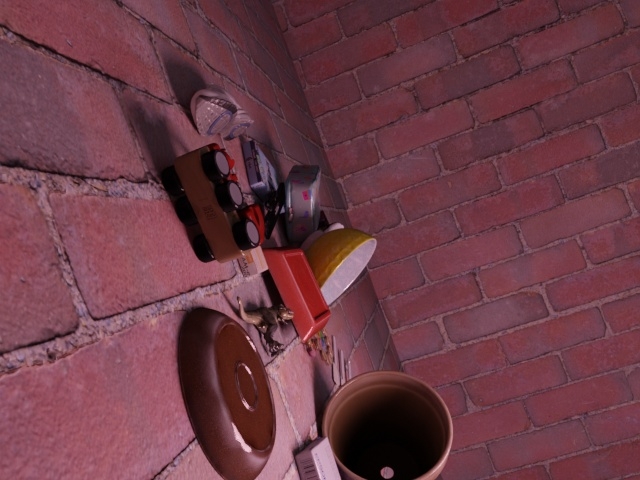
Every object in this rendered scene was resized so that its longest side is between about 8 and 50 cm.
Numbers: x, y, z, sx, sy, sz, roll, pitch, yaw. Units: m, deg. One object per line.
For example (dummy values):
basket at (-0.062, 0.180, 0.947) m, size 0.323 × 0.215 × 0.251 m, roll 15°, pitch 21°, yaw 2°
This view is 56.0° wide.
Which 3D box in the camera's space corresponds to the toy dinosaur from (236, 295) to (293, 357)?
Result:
toy dinosaur at (-0.116, 0.189, 1.314) m, size 0.118 × 0.064 × 0.268 m, roll 66°, pitch 10°, yaw 15°

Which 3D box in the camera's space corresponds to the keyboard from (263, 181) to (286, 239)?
keyboard at (-0.140, -0.098, 1.712) m, size 0.192 × 0.038 × 0.100 m, roll -73°, pitch 167°, yaw -48°

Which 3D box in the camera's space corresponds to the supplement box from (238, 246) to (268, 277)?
supplement box at (-0.159, 0.049, 1.407) m, size 0.098 × 0.036 × 0.062 m, roll -18°, pitch 89°, yaw -80°

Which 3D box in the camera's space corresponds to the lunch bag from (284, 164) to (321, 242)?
lunch bag at (-0.058, -0.118, 1.976) m, size 0.279 × 0.107 × 0.224 m, roll -78°, pitch 170°, yaw -67°

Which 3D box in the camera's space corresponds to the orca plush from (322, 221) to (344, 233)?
orca plush at (0.005, 0.075, 2.067) m, size 0.151 × 0.102 × 0.287 m, roll 15°, pitch 71°, yaw -33°

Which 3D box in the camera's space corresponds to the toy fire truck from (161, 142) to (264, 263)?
toy fire truck at (-0.200, -0.088, 1.219) m, size 0.217 × 0.158 × 0.246 m, roll 67°, pitch 20°, yaw -14°

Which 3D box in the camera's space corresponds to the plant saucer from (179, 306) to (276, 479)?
plant saucer at (-0.146, 0.257, 1.041) m, size 0.310 × 0.050 × 0.311 m, roll -21°, pitch 90°, yaw -81°

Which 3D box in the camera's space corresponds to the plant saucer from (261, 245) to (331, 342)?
plant saucer at (-0.051, 0.126, 1.609) m, size 0.259 × 0.047 × 0.259 m, roll 65°, pitch 11°, yaw 4°

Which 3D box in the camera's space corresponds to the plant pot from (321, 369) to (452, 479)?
plant pot at (0.172, 0.553, 1.585) m, size 0.323 × 0.323 × 0.280 m, roll -100°, pitch -177°, yaw -46°

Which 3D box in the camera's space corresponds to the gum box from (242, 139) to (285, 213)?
gum box at (-0.169, -0.185, 1.803) m, size 0.184 × 0.041 × 0.157 m, roll 55°, pitch 18°, yaw -59°

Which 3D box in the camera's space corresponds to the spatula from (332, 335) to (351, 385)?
spatula at (0.072, 0.435, 1.979) m, size 0.168 × 0.019 × 0.242 m, roll 59°, pitch 12°, yaw -25°

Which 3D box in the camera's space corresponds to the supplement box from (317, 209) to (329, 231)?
supplement box at (0.000, 0.000, 2.179) m, size 0.081 × 0.104 × 0.188 m, roll -94°, pitch 161°, yaw -61°

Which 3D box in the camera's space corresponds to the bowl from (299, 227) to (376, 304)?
bowl at (0.020, 0.060, 1.848) m, size 0.156 × 0.289 × 0.289 m, roll 41°, pitch 2°, yaw 16°

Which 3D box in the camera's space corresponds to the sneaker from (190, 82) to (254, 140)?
sneaker at (-0.262, -0.324, 1.472) m, size 0.129 × 0.111 × 0.297 m, roll 55°, pitch 6°, yaw 2°

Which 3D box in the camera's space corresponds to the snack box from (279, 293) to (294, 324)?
snack box at (-0.062, 0.186, 1.658) m, size 0.100 × 0.037 × 0.141 m, roll -80°, pitch 147°, yaw -73°

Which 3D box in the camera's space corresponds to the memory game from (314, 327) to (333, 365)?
memory game at (0.003, 0.299, 1.875) m, size 0.186 × 0.012 × 0.186 m, roll -19°, pitch 90°, yaw -80°

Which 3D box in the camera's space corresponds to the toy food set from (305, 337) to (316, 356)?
toy food set at (-0.030, 0.290, 1.698) m, size 0.122 × 0.019 × 0.078 m, roll 17°, pitch 54°, yaw -88°

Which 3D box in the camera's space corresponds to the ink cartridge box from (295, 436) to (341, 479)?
ink cartridge box at (0.022, 0.562, 1.351) m, size 0.224 × 0.045 × 0.224 m, roll 30°, pitch 41°, yaw -76°
